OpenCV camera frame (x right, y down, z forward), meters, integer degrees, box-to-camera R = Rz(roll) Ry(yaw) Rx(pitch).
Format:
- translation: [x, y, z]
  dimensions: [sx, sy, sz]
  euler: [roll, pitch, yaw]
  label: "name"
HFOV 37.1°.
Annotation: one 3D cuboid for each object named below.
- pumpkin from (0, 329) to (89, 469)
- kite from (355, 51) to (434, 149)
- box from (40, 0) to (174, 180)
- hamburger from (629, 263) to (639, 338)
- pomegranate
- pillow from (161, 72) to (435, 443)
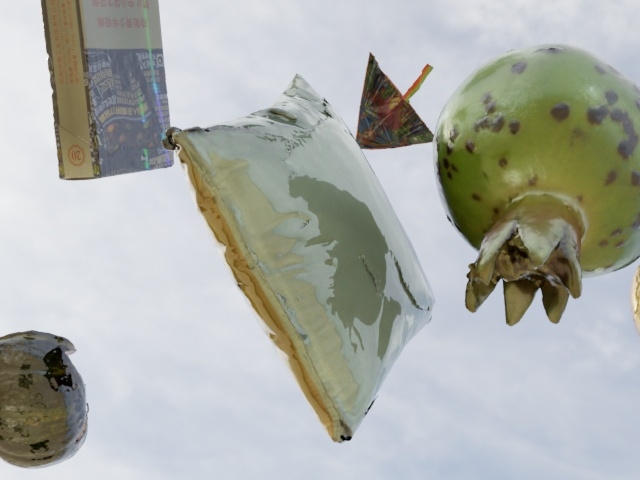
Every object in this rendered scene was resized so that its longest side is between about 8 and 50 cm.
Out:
- translation: [-0.313, 0.189, 1.038]
  dimensions: [0.119, 0.107, 0.183]
  euler: [-1, -41, -4]
  label: "pumpkin"
- translation: [0.102, -0.183, 1.329]
  dimensions: [0.159, 0.010, 0.190]
  euler: [-43, -52, 1]
  label: "kite"
- translation: [-0.329, -0.258, 1.493]
  dimensions: [0.084, 0.198, 0.310]
  euler: [1, -80, 27]
  label: "box"
- translation: [0.468, 0.065, 1.143]
  dimensions: [0.144, 0.283, 0.156]
  euler: [-41, -118, 36]
  label: "hamburger"
- translation: [0.215, -0.035, 0.875]
  dimensions: [0.231, 0.286, 0.231]
  euler: [3, -31, 2]
  label: "pomegranate"
- translation: [0.000, 0.000, 0.912]
  dimensions: [0.119, 0.312, 0.310]
  euler: [-28, -83, 27]
  label: "pillow"
